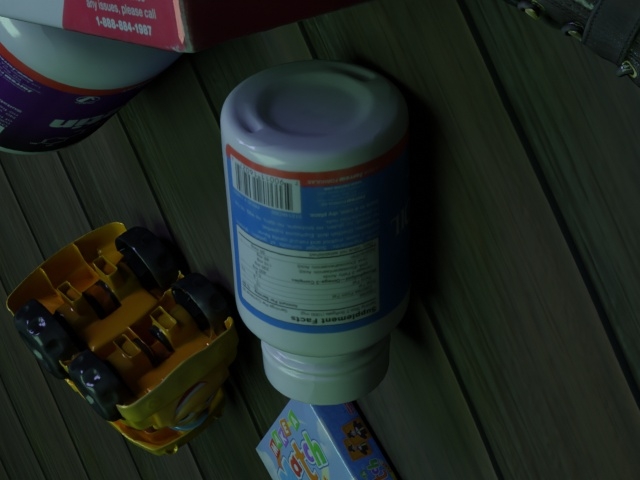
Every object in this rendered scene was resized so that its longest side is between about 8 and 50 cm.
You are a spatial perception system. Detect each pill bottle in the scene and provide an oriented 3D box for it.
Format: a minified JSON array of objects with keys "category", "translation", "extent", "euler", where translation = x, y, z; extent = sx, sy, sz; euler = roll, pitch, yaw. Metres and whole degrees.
[{"category":"pill bottle","translation":[-0.217,-0.174,1.354],"extent":[0.181,0.181,0.323],"euler":[66,155,0]},{"category":"pill bottle","translation":[0.000,0.000,1.150],"extent":[0.124,0.124,0.221],"euler":[41,145,42]}]

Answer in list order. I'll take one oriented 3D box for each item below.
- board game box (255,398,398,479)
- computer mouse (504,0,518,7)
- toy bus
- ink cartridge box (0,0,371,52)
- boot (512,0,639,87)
[{"category":"board game box","translation":[0.029,0.229,1.386],"extent":[0.211,0.039,0.160],"euler":[60,154,15]},{"category":"computer mouse","translation":[0.066,-0.230,0.909],"extent":[0.242,0.041,0.071],"euler":[62,160,3]},{"category":"toy bus","translation":[-0.158,0.122,1.556],"extent":[0.220,0.149,0.211],"euler":[34,153,44]},{"category":"ink cartridge box","translation":[-0.117,-0.327,1.004],"extent":[0.279,0.160,0.384],"euler":[20,123,51]},{"category":"boot","translation":[0.165,-0.072,0.750],"extent":[0.229,0.091,0.263],"euler":[37,135,18]}]
